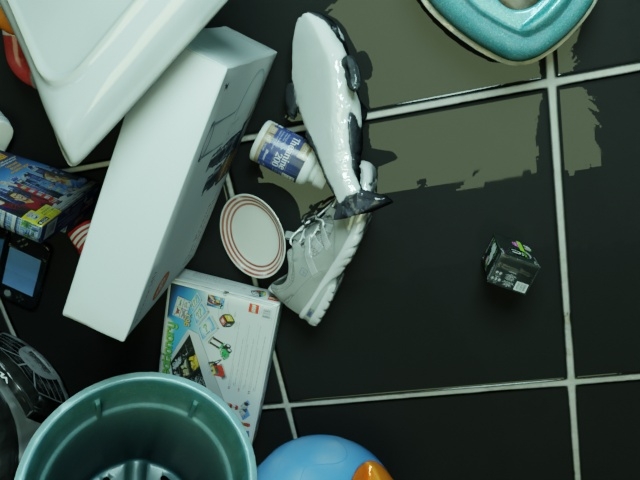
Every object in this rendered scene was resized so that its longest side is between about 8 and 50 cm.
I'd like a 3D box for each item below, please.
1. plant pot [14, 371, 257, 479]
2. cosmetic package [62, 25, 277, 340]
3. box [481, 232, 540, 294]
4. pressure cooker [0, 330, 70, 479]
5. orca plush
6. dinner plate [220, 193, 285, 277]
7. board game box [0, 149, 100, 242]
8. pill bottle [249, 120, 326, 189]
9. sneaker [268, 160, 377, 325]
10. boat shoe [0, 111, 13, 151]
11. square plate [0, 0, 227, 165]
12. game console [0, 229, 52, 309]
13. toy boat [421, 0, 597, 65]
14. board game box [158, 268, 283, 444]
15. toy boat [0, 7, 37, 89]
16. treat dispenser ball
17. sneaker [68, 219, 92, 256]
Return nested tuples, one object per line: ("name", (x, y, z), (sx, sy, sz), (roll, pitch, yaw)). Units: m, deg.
("plant pot", (-0.310, 0.447, 0.956), (0.341, 0.341, 0.334), (26, 139, -2))
("cosmetic package", (-0.195, -0.092, 0.780), (0.098, 0.284, 0.377), (26, 113, -1))
("box", (0.285, 0.034, 0.862), (0.062, 0.083, 0.052), (20, 113, 0))
("pressure cooker", (-0.629, 0.332, 0.952), (0.376, 0.420, 0.369), (6, 81, -6))
("orca plush", (0.045, -0.178, 0.803), (0.151, 0.102, 0.287), (-39, 69, 47))
("dinner plate", (-0.107, -0.007, 0.920), (0.141, 0.017, 0.141), (13, 113, 34))
("board game box", (-0.473, -0.075, 0.868), (0.194, 0.194, 0.060), (24, 113, -6))
("pill bottle", (-0.040, -0.125, 0.860), (0.120, 0.067, 0.067), (27, 112, -2))
("sneaker", (0.000, 0.000, 0.882), (0.115, 0.105, 0.281), (26, 110, 5))
("boat shoe", (-0.574, -0.145, 0.942), (0.184, 0.066, 0.063), (-50, 64, 26))
("square plate", (-0.227, -0.313, 0.599), (0.347, 0.049, 0.344), (-40, 65, 18))
("game console", (-0.560, 0.058, 1.000), (0.124, 0.085, 0.143), (25, 113, -1))
("toy boat", (0.253, -0.388, 0.672), (0.268, 0.148, 0.318), (37, 112, -6))
("board game box", (-0.186, 0.212, 1.018), (0.193, 0.053, 0.305), (14, 112, 4))
("toy boat", (-0.395, -0.320, 0.795), (0.151, 0.151, 0.230), (6, 112, 6))
("treat dispenser ball", (0.001, 0.480, 0.965), (0.289, 0.288, 0.287), (3, 111, 8))
("sneaker", (-0.372, 0.052, 0.986), (0.128, 0.087, 0.221), (52, 142, 31))
